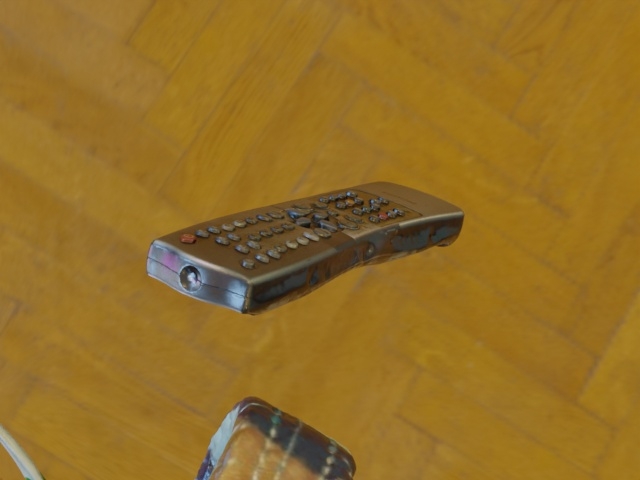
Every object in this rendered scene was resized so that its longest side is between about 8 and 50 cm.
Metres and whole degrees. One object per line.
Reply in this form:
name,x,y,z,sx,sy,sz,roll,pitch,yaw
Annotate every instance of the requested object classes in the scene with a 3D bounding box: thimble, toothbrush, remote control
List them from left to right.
toothbrush,-0.305,0.310,1.917,0.040,0.042,0.418,-48,110,-28
thimble,-0.069,0.282,1.734,0.150,0.237,0.237,30,80,-4
remote control,0.000,0.000,0.756,0.059,0.212,0.028,24,110,25

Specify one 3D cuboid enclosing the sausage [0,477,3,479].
sausage,-0.350,0.256,1.063,0.287,0.233,0.233,5,83,-41
